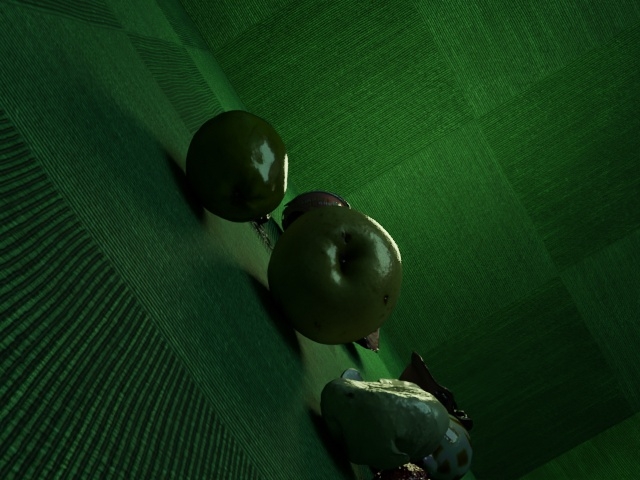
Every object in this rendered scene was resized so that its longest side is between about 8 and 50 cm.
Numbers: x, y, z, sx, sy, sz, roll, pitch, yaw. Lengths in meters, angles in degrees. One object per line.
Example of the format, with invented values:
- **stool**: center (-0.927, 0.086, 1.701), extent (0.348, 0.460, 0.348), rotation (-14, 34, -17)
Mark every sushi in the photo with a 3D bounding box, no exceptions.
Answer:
- **sushi**: center (-0.180, -0.096, 1.954), extent (0.210, 0.040, 0.193), rotation (54, 7, -44)

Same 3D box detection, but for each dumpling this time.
- **dumpling**: center (0.247, 0.495, 2.222), extent (0.250, 0.132, 0.163), rotation (13, 46, -55)

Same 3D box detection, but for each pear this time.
- **pear**: center (-0.167, -0.150, 1.441), extent (0.212, 0.212, 0.269), rotation (56, 11, -36)
- **pear**: center (0.030, 0.079, 1.584), extent (0.309, 0.309, 0.309), rotation (58, 5, -8)

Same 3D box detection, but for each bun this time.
- **bun**: center (0.121, 0.355, 1.379), extent (0.259, 0.259, 0.160), rotation (38, 57, -77)

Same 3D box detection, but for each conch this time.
- **conch**: center (0.322, 0.584, 2.083), extent (0.249, 0.197, 0.368), rotation (39, -8, 18)

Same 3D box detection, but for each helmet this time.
- **helmet**: center (0.362, 0.573, 2.509), extent (0.338, 0.197, 0.271), rotation (51, -2, -13)

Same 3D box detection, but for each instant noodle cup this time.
- **instant noodle cup**: center (0.000, 0.000, 2.271), extent (0.244, 0.243, 0.255), rotation (56, 13, -32)

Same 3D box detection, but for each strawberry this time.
- **strawberry**: center (0.159, 0.495, 1.395), extent (0.148, 0.131, 0.131), rotation (-6, 63, -58)

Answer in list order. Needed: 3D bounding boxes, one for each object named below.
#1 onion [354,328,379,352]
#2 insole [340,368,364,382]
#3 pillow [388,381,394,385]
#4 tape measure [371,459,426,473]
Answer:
- **onion**: center (0.100, 0.224, 2.359), extent (0.280, 0.146, 0.315), rotation (-67, 143, -67)
- **insole**: center (0.154, 0.465, 1.785), extent (0.348, 0.009, 0.119), rotation (56, 38, -6)
- **pillow**: center (0.210, 0.425, 1.753), extent (0.118, 0.043, 0.185), rotation (42, -19, 42)
- **tape measure**: center (0.155, 0.450, 1.651), extent (0.186, 0.112, 0.199), rotation (60, 3, 37)
